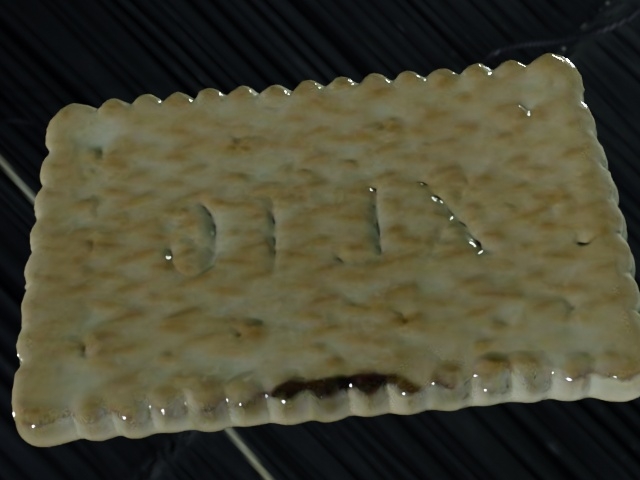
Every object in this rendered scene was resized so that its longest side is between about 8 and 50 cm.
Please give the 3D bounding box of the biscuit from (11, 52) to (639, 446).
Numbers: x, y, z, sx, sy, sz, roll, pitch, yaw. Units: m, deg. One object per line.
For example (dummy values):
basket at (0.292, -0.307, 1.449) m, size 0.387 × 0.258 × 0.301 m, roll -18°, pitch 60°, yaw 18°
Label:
biscuit at (0.000, 0.000, 0.493) m, size 0.324 × 0.217 × 0.044 m, roll -6°, pitch -32°, yaw 3°
